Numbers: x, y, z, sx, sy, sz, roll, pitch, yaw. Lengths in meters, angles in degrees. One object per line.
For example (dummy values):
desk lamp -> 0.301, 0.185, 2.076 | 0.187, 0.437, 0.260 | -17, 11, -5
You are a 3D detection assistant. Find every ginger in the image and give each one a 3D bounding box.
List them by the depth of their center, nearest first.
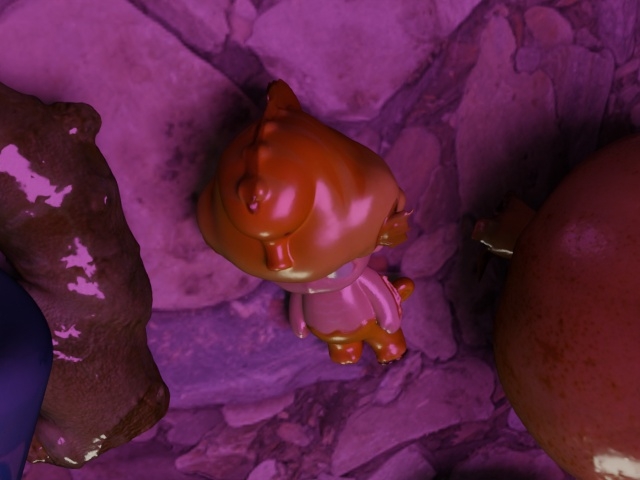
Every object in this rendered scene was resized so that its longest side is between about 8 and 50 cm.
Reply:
ginger -> -0.181, 0.028, 0.688 | 0.137, 0.089, 0.289 | -3, 119, 1

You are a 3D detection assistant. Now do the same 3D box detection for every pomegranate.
pomegranate -> 0.268, 0.047, 0.808 | 0.319, 0.319, 0.319 | -10, 114, -23

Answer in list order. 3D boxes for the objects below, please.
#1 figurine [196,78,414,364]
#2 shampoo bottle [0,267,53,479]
figurine -> 0.000, 0.000, 0.755 | 0.156, 0.131, 0.246 | -5, 138, 17
shampoo bottle -> -0.332, 0.159, 0.519 | 0.331, 0.331, 0.342 | 13, 102, -31
